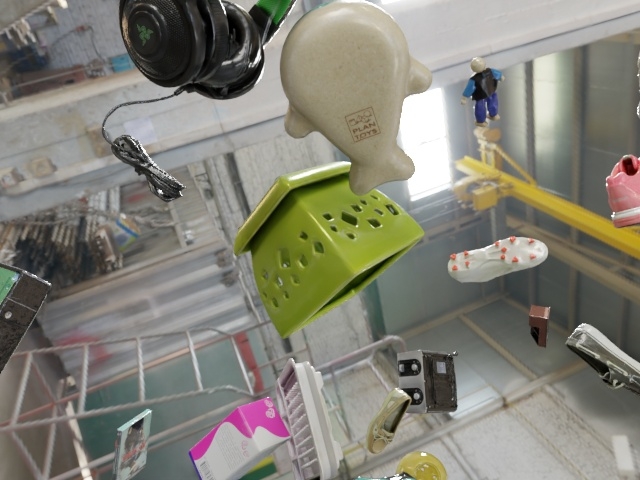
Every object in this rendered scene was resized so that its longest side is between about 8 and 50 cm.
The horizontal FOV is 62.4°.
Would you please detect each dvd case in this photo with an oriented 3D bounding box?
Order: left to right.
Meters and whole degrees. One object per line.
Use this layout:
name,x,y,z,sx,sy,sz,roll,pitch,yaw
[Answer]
dvd case,-0.346,0.382,0.970,0.087,0.013,0.120,-18,121,-71

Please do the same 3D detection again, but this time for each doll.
doll,0.416,-0.382,1.362,0.046,0.129,0.189,59,-4,47

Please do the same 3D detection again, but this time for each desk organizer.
desk organizer,0.633,0.250,1.533,0.050,0.047,0.130,7,-47,27

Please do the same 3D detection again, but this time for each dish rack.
dish rack,-0.030,0.446,1.271,0.333,0.072,0.286,112,-34,-60

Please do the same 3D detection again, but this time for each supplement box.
supplement box,-0.192,0.479,1.239,0.220,0.114,0.111,-46,-116,28

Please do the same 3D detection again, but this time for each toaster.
toaster,0.300,0.393,1.473,0.110,0.185,0.168,-18,-113,44

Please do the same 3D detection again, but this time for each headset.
headset,-0.146,-0.244,0.708,0.185,0.394,0.243,46,17,5

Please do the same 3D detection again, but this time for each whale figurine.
whale figurine,0.051,-0.202,0.757,0.141,0.216,0.272,-94,161,-57

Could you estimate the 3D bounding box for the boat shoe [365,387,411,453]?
boat shoe,0.150,0.402,1.160,0.056,0.153,0.048,32,-5,-23

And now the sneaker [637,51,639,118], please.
sneaker,0.550,-0.271,0.847,0.094,0.235,0.090,29,-26,29

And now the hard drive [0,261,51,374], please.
hard drive,-0.573,0.183,0.784,0.236,0.339,0.064,10,-23,29

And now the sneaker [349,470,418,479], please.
sneaker,0.043,0.475,0.883,0.121,0.302,0.108,-145,-136,-75

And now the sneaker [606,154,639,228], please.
sneaker,0.744,-0.145,1.206,0.116,0.314,0.136,-19,-81,51

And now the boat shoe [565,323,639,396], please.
boat shoe,0.623,0.277,1.120,0.219,0.070,0.078,42,-18,22

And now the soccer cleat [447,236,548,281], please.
soccer cleat,0.352,0.042,1.051,0.076,0.196,0.068,43,44,-43

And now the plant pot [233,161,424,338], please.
plant pot,0.000,0.000,0.914,0.207,0.227,0.228,52,-50,11

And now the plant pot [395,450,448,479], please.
plant pot,0.256,0.585,1.303,0.095,0.134,0.134,89,-22,-62
